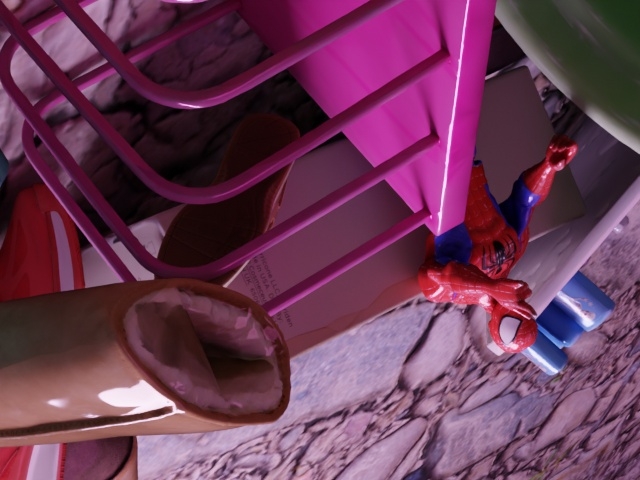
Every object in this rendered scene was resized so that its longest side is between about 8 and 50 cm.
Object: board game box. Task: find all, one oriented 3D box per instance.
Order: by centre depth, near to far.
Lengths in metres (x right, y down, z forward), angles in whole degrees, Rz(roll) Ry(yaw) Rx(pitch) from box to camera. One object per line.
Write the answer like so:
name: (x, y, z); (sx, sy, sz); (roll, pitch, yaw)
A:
board game box: (0.263, -0.101, 1.330); (0.390, 0.050, 0.390); (-51, -176, 13)

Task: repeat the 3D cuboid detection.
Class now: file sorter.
file sorter: (-0.050, -0.115, 0.881); (0.182, 0.202, 0.290); (-31, 152, -20)

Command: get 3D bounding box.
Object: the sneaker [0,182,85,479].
sneaker: (-0.208, 0.072, 1.067); (0.128, 0.087, 0.221); (2, 106, -17)

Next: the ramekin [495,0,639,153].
ramekin: (0.202, -0.182, 0.929); (0.148, 0.303, 0.303); (-41, 155, -17)

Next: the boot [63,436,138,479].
boot: (-0.240, 0.161, 1.199); (0.248, 0.090, 0.207); (-31, 139, -16)

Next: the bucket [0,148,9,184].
bucket: (-0.253, 0.002, 0.686); (0.281, 0.281, 0.183); (-28, 147, -32)

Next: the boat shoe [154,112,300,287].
boat shoe: (-0.048, -0.009, 1.009); (0.135, 0.050, 0.045); (-58, 165, -32)

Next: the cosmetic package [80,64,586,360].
cosmetic package: (0.000, 0.000, 1.167); (0.309, 0.113, 0.160); (-23, -179, -35)

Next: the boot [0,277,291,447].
boot: (-0.188, 0.055, 0.871); (0.269, 0.089, 0.236); (-8, 168, 33)

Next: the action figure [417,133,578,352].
action figure: (0.084, -0.059, 1.049); (0.091, 0.280, 0.139); (-30, -164, -26)

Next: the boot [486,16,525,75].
boot: (0.151, -0.262, 1.125); (0.264, 0.096, 0.280); (-28, 145, -15)
